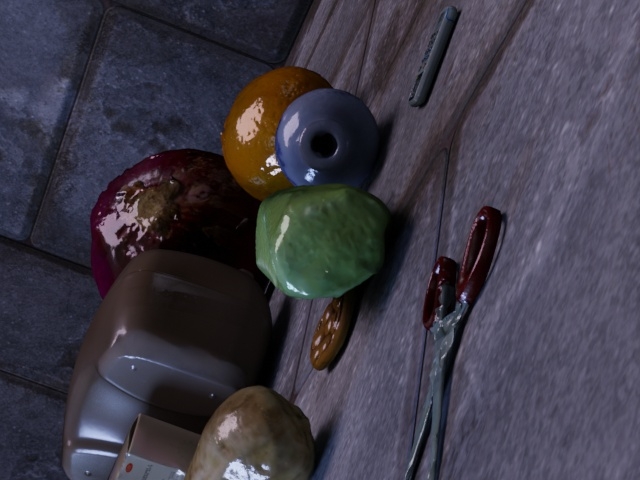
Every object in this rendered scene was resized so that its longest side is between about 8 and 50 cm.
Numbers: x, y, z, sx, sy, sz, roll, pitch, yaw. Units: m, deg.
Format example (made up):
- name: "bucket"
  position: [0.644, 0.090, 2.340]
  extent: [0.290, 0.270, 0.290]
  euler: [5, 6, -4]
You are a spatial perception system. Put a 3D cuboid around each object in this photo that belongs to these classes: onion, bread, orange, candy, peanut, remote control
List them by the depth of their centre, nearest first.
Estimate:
- name: "peanut"
  position: [-0.077, 0.258, 1.580]
  extent: [0.122, 0.137, 0.253]
  euler: [51, 132, 30]
- name: "candy"
  position: [0.000, 0.000, 1.662]
  extent: [0.343, 0.142, 0.132]
  euler: [-160, 80, -85]
- name: "bread"
  position: [0.016, 0.098, 1.681]
  extent: [0.110, 0.024, 0.110]
  euler: [-159, 90, -81]
- name: "remote control"
  position: [0.132, -0.217, 1.728]
  extent: [0.053, 0.018, 0.124]
  euler: [-177, 108, -82]
- name: "orange"
  position: [-0.054, -0.162, 2.254]
  extent: [0.219, 0.193, 0.219]
  euler: [-176, 90, -77]
- name: "onion"
  position: [-0.222, 0.031, 2.603]
  extent: [0.385, 0.347, 0.348]
  euler: [55, -132, -58]

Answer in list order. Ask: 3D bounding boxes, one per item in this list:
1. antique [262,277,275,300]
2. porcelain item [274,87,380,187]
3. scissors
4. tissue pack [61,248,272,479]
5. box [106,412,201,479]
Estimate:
- name: "antique"
  position: [-0.112, 0.143, 2.446]
  extent: [0.031, 0.015, 0.192]
  euler: [-118, 49, -79]
- name: "porcelain item"
  position: [0.012, -0.134, 1.951]
  extent: [0.259, 0.141, 0.141]
  euler: [-62, -6, -82]
- name: "scissors"
  position: [0.097, 0.100, 1.181]
  extent: [0.144, 0.017, 0.248]
  euler: [124, 163, -60]
- name: "tissue pack"
  position: [-0.234, 0.198, 2.214]
  extent: [0.277, 0.267, 0.387]
  euler: [-84, 15, -49]
- name: "box"
  position: [-0.221, 0.370, 2.054]
  extent: [0.095, 0.168, 0.212]
  euler: [-86, 18, -58]
